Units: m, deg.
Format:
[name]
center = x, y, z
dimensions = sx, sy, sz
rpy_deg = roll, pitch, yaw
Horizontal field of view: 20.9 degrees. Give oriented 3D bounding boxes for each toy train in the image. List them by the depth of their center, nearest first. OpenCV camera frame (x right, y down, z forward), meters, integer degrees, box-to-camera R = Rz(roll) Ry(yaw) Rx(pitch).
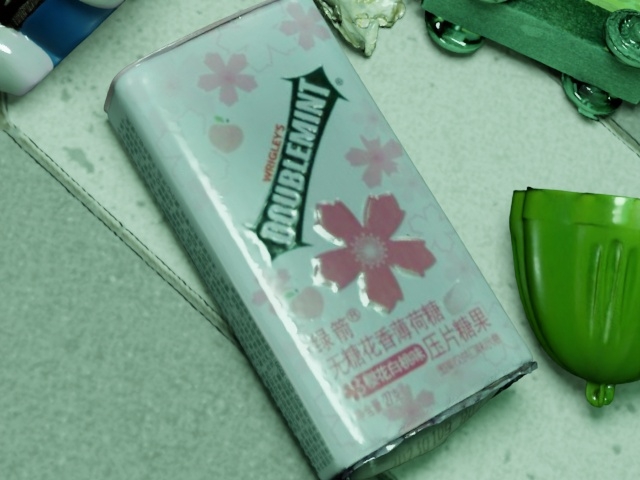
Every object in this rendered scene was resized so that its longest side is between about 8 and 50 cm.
[toy train]
center = 0.199, -0.214, 1.494
dimensions = 0.253, 0.105, 0.157
rpy_deg = 22, 54, -7

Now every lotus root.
[lotus root]
center = 0.233, 0.050, 1.383
dimensions = 0.186, 0.186, 0.186
rpy_deg = 4, 70, -12

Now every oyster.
[oyster]
center = -0.009, -0.242, 1.485
dimensions = 0.106, 0.061, 0.199
rpy_deg = -26, 81, -38

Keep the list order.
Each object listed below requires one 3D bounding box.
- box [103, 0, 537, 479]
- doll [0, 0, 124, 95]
[box]
center = 0.000, 0.000, 1.362
dimensions = 0.190, 0.112, 0.369
rpy_deg = -29, 79, -19
[doll]
center = -0.257, -0.300, 1.347
dimensions = 0.310, 0.284, 0.240
rpy_deg = 47, 28, -9
